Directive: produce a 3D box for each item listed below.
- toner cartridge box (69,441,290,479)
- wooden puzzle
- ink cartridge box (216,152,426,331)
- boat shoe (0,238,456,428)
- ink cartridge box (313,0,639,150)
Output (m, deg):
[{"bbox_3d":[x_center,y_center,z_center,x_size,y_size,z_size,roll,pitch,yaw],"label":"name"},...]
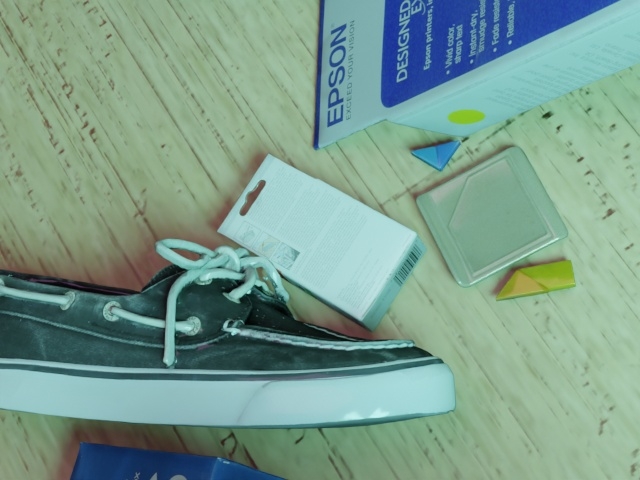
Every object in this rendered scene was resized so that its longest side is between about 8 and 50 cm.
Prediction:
[{"bbox_3d":[-0.112,0.283,0.749,0.165,0.075,0.348,-9,61,57],"label":"toner cartridge box"},{"bbox_3d":[0.102,-0.013,0.868,0.078,0.014,0.116,-20,66,5],"label":"wooden puzzle"},{"bbox_3d":[0.000,0.000,0.886,0.115,0.029,0.063,30,82,26],"label":"ink cartridge box"},{"bbox_3d":[-0.070,0.054,0.844,0.306,0.113,0.105,0,85,27],"label":"boat shoe"},{"bbox_3d":[0.120,-0.225,0.873,0.307,0.072,0.303,-21,60,50],"label":"ink cartridge box"}]
